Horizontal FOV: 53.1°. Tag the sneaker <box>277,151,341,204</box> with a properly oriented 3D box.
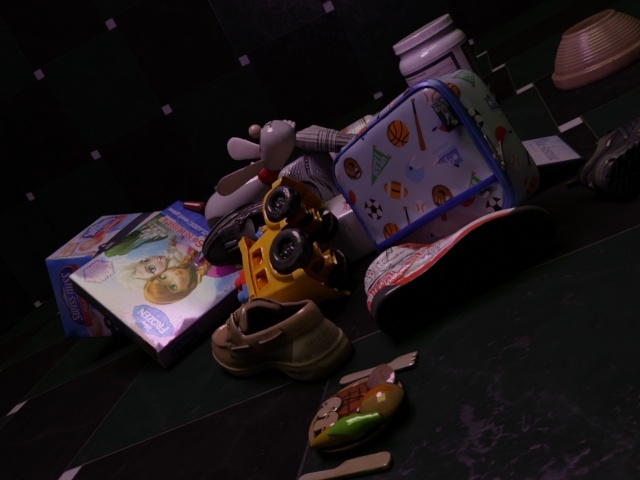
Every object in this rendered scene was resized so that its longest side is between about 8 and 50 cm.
[{"bbox_3d":[-0.016,-0.109,1.515,0.210,0.137,0.366,-27,-7,36],"label":"sneaker"}]

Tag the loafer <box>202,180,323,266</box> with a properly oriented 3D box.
[{"bbox_3d":[-0.116,-0.031,1.261,0.268,0.096,0.084,-32,21,-1],"label":"loafer"}]

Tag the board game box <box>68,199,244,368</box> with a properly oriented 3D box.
[{"bbox_3d":[-0.326,0.079,1.413,0.319,0.065,0.318,30,55,29],"label":"board game box"}]

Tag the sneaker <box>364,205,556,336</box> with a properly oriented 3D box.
[{"bbox_3d":[0.179,0.020,0.894,0.270,0.090,0.145,-33,17,5],"label":"sneaker"}]

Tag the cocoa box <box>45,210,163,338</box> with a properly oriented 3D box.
[{"bbox_3d":[-0.527,0.081,1.715,0.228,0.231,0.347,-3,20,7],"label":"cocoa box"}]

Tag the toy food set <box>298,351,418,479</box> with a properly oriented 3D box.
[{"bbox_3d":[0.039,0.188,0.731,0.132,0.038,0.192,-24,16,26],"label":"toy food set"}]

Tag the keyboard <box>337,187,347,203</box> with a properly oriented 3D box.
[{"bbox_3d":[0.166,-0.107,1.203,0.317,0.033,0.201,5,25,37],"label":"keyboard"}]

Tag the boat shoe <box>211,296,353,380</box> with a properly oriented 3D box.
[{"bbox_3d":[-0.085,0.137,1.001,0.122,0.110,0.341,-42,18,-33],"label":"boat shoe"}]

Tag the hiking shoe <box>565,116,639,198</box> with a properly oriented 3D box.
[{"bbox_3d":[0.449,-0.148,0.903,0.227,0.086,0.114,-36,19,-12],"label":"hiking shoe"}]

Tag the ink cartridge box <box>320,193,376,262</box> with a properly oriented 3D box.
[{"bbox_3d":[0.000,0.000,1.295,0.237,0.100,0.172,-28,16,16],"label":"ink cartridge box"}]

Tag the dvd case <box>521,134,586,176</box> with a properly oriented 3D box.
[{"bbox_3d":[0.309,-0.134,1.114,0.253,0.022,0.180,-9,19,10],"label":"dvd case"}]

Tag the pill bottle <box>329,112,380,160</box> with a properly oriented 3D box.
[{"bbox_3d":[0.133,-0.315,2.005,0.216,0.121,0.121,-29,15,10],"label":"pill bottle"}]

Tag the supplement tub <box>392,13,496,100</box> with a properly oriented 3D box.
[{"bbox_3d":[0.332,-0.442,1.720,0.191,0.272,0.191,-29,15,8],"label":"supplement tub"}]

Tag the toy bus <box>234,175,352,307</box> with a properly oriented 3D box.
[{"bbox_3d":[-0.074,0.030,1.133,0.211,0.149,0.220,-31,55,26],"label":"toy bus"}]

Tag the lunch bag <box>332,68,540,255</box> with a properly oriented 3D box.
[{"bbox_3d":[0.169,-0.096,0.971,0.115,0.243,0.303,-27,-5,-39],"label":"lunch bag"}]

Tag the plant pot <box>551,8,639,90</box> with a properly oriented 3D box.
[{"bbox_3d":[0.635,-0.451,1.467,0.237,0.109,0.237,-29,16,9],"label":"plant pot"}]

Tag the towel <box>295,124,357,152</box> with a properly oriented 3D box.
[{"bbox_3d":[0.112,-0.229,1.492,0.312,0.056,0.324,7,10,6],"label":"towel"}]

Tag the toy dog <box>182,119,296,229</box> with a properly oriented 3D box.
[{"bbox_3d":[-0.182,-0.124,1.344,0.220,0.161,0.333,-103,36,-67],"label":"toy dog"}]
